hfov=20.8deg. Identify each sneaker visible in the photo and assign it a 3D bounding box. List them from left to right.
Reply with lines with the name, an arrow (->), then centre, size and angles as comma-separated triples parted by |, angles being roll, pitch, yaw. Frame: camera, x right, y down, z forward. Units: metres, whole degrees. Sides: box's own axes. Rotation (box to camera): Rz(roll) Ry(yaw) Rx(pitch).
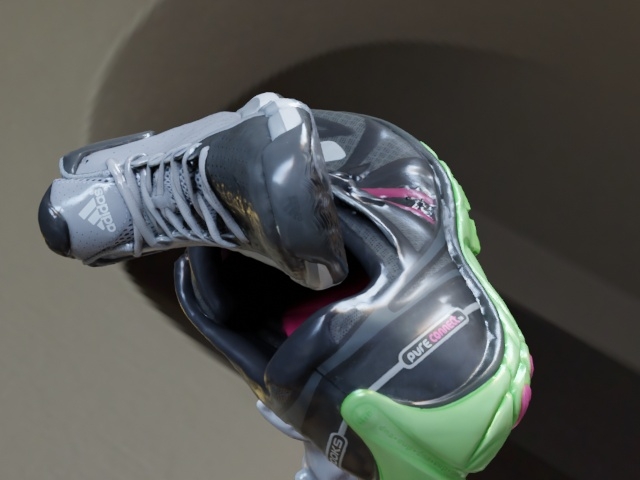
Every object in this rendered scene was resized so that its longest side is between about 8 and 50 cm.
sneaker -> -0.064, -0.013, 0.798 | 0.228, 0.132, 0.086 | -132, 28, -81
sneaker -> 0.000, 0.000, 1.242 | 0.185, 0.202, 0.483 | -51, 26, 8

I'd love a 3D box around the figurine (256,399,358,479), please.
figurine -> 0.048, 0.180, 1.858 | 0.215, 0.092, 0.209 | -33, -47, -7
